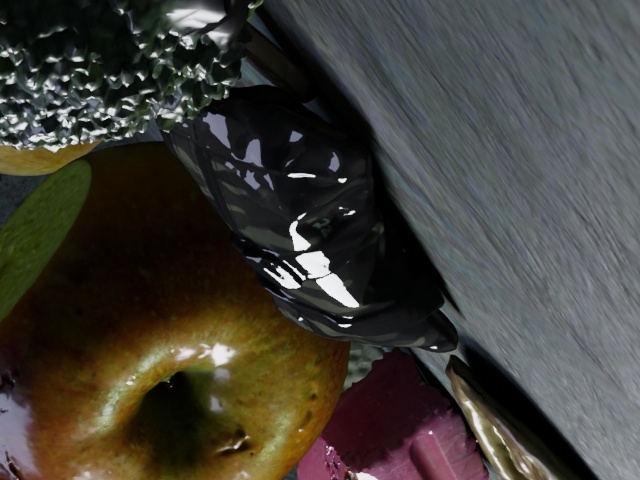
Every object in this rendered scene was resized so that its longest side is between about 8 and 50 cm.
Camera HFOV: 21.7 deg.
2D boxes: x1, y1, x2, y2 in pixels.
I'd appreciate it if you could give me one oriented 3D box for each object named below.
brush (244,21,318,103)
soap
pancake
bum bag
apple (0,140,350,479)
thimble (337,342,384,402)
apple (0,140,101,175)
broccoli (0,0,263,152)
[{"bbox_3d":[-0.107,-0.198,0.990,0.313,0.067,0.072,41,177,-16],"label":"brush"},{"bbox_3d":[0.081,0.254,1.733,0.112,0.182,0.289,52,176,37],"label":"soap"},{"bbox_3d":[0.175,0.187,1.269,0.250,0.031,0.250,51,174,8],"label":"pancake"},{"bbox_3d":[0.000,0.000,1.104,0.144,0.095,0.340,19,159,26],"label":"bum bag"},{"bbox_3d":[-0.166,0.081,1.552,0.374,0.384,0.374,158,90,-83],"label":"apple"},{"bbox_3d":[0.033,0.212,2.020,0.271,0.150,0.271,50,175,6],"label":"thimble"},{"bbox_3d":[-0.335,-0.199,1.828,0.234,0.257,0.257,38,-175,-40],"label":"apple"},{"bbox_3d":[-0.130,-0.169,0.825,0.247,0.263,0.243,-37,63,53],"label":"broccoli"}]
